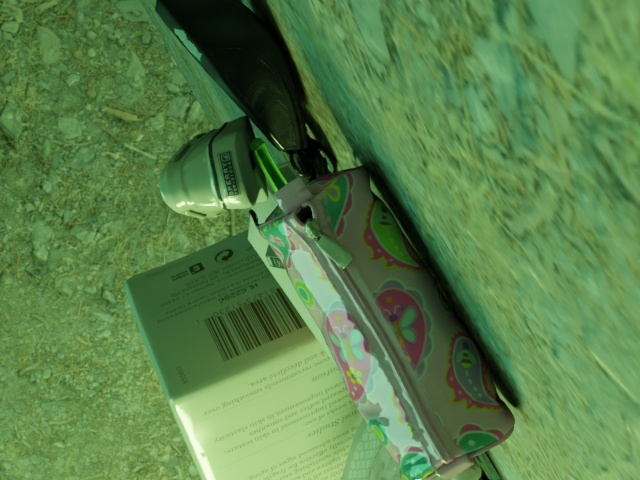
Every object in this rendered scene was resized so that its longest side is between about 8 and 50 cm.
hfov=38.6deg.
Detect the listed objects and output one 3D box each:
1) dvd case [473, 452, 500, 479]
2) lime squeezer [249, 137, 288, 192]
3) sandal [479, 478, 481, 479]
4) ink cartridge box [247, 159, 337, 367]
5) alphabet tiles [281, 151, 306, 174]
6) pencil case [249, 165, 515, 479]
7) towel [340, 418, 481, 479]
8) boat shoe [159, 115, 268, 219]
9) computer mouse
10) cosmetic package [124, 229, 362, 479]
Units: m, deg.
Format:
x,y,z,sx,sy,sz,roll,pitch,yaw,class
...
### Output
x,y,z,sx,sy,sz,roll,pitch,yaw,class
0.193,0.264,1.191,0.087,0.013,0.119,59,176,0,dvd case
0.000,0.000,0.992,0.310,0.059,0.110,49,-175,-28,lime squeezer
0.192,0.318,1.370,0.254,0.054,0.097,39,168,47,sandal
0.002,0.084,1.203,0.296,0.066,0.261,53,152,30,ink cartridge box
-0.096,-0.223,1.206,0.343,0.011,0.285,61,175,-19,alphabet tiles
0.054,0.069,0.802,0.284,0.124,0.124,60,175,0,pencil case
0.092,0.382,1.269,0.053,0.332,0.317,16,-167,-18,towel
-0.107,-0.068,0.933,0.267,0.088,0.096,-91,-12,-77,boat shoe
-0.064,-0.169,0.923,0.188,0.072,0.272,53,-175,36,computer mouse
-0.094,0.236,1.552,0.327,0.329,0.394,-128,20,-51,cosmetic package
